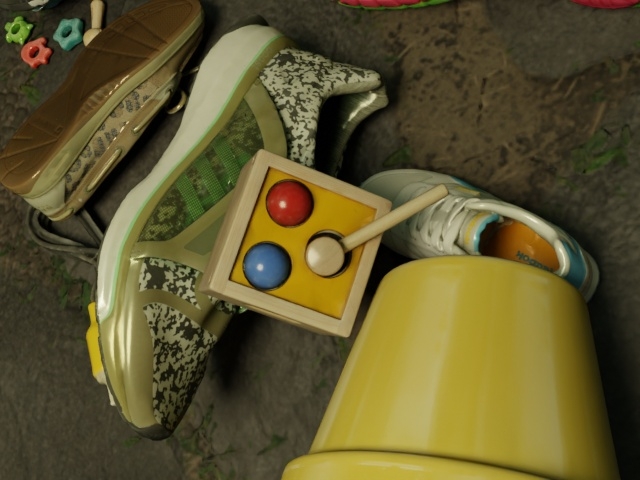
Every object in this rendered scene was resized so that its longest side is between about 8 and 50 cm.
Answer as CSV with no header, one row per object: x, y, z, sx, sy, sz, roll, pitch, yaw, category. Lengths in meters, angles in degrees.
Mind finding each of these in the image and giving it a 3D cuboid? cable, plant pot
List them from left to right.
-0.221,0.026,0.834,0.139,0.072,0.287,-41,64,3,cable
0.105,0.150,0.576,0.254,0.254,0.238,0,62,24,plant pot

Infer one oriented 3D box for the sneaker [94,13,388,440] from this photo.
-0.053,-0.021,0.695,0.182,0.158,0.410,10,68,24,sneaker

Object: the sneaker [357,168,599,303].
0.122,-0.012,0.682,0.229,0.092,0.087,23,88,31,sneaker

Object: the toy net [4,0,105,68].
-0.303,-0.246,0.956,0.232,0.045,0.122,40,93,26,toy net

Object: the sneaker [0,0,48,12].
-0.299,-0.365,0.914,0.078,0.106,0.234,37,74,19,sneaker

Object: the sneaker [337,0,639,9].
0.187,-0.316,0.685,0.483,0.185,0.202,9,84,24,sneaker

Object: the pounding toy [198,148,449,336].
0.000,0.000,0.607,0.141,0.100,0.130,21,80,-13,pounding toy

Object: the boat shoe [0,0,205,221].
-0.224,-0.149,0.867,0.285,0.089,0.105,-48,52,-9,boat shoe
